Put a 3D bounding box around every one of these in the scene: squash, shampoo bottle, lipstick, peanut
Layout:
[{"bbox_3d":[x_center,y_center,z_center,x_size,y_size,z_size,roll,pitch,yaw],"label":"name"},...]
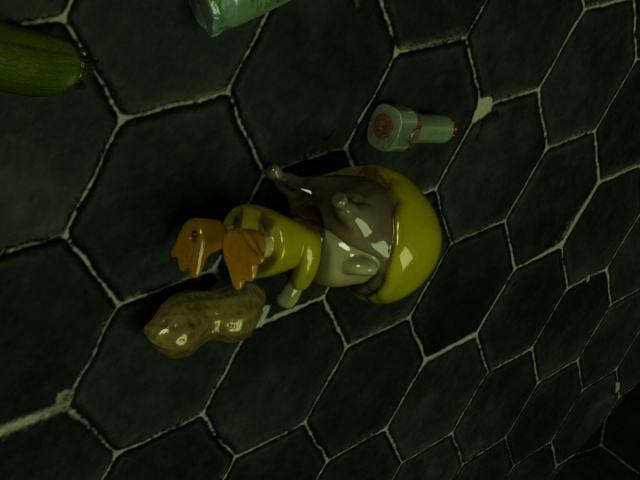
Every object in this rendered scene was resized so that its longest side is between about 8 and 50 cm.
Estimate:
[{"bbox_3d":[-0.312,-0.174,0.964,0.258,0.069,0.069,12,109,-52],"label":"squash"},{"bbox_3d":[-0.050,-0.297,1.178,0.212,0.049,0.072,-33,143,-29],"label":"shampoo bottle"},{"bbox_3d":[0.147,-0.160,1.513,0.186,0.057,0.063,-7,123,-49],"label":"lipstick"},{"bbox_3d":[-0.144,0.101,1.362,0.192,0.089,0.089,-18,131,-40],"label":"peanut"}]

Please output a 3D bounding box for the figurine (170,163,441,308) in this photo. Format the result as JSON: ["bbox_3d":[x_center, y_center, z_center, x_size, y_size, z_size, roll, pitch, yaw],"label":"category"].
[{"bbox_3d":[0.000,0.000,1.338,0.343,0.215,0.187,-7,120,-44],"label":"figurine"}]

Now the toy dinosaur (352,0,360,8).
[{"bbox_3d":[0.048,-0.341,1.283,0.060,0.029,0.120,-18,127,-61],"label":"toy dinosaur"}]
